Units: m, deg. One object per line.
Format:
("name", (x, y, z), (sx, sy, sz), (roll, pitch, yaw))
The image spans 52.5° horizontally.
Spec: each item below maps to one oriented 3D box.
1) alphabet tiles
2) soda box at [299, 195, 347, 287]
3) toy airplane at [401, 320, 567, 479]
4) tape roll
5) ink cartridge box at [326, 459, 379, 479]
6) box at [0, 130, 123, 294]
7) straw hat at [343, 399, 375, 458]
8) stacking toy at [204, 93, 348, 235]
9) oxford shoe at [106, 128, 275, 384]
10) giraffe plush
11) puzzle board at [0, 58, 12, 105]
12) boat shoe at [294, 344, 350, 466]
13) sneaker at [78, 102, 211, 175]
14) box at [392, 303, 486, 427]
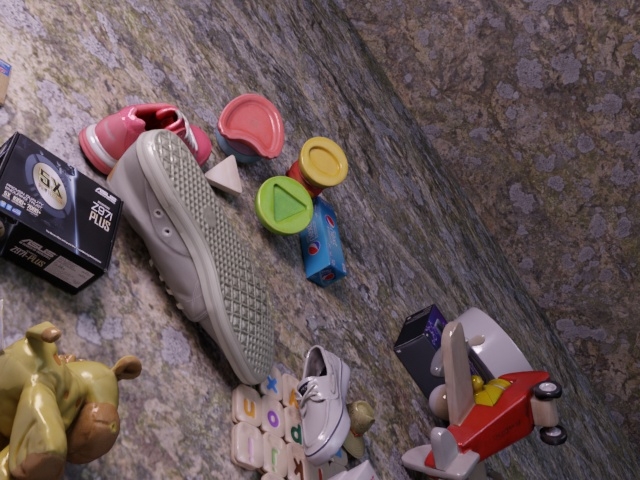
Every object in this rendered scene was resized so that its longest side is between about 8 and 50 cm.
("alphabet tiles", (-0.046, 0.353, 1.110), (0.284, 0.021, 0.278), (37, 30, -36))
("soda box", (0.000, 0.000, 1.520), (0.067, 0.071, 0.210), (33, 35, -41))
("toy airplane", (0.330, 0.414, 1.465), (0.384, 0.386, 0.272), (30, -7, -31))
("tape roll", (0.472, 0.328, 1.806), (0.286, 0.100, 0.286), (54, -6, 9))
("ink cartridge box", (0.036, 0.456, 0.869), (0.232, 0.168, 0.171), (60, 15, 9))
("box", (-0.376, -0.035, 0.893), (0.180, 0.077, 0.147), (38, 31, -34))
("straw hat", (0.071, 0.343, 1.253), (0.144, 0.061, 0.144), (52, 16, -21))
("stacking toy", (-0.123, -0.148, 1.445), (0.309, 0.130, 0.279), (34, 59, -15))
("oxford shoe", (-0.205, 0.039, 1.068), (0.449, 0.130, 0.169), (64, 19, -13))
("giraffe plush", (-0.293, 0.185, 0.712), (0.170, 0.181, 0.210), (37, 48, -58))
("puzzle board", (-0.525, -0.264, 0.961), (0.128, 0.011, 0.096), (33, 34, -42))
("boat shoe", (-0.002, 0.279, 1.146), (0.088, 0.096, 0.267), (45, 25, -14))
("sneaker", (-0.273, -0.182, 1.168), (0.116, 0.136, 0.314), (62, 26, 6))
("box", (0.315, 0.324, 1.688), (0.261, 0.103, 0.184), (55, 29, -6))
